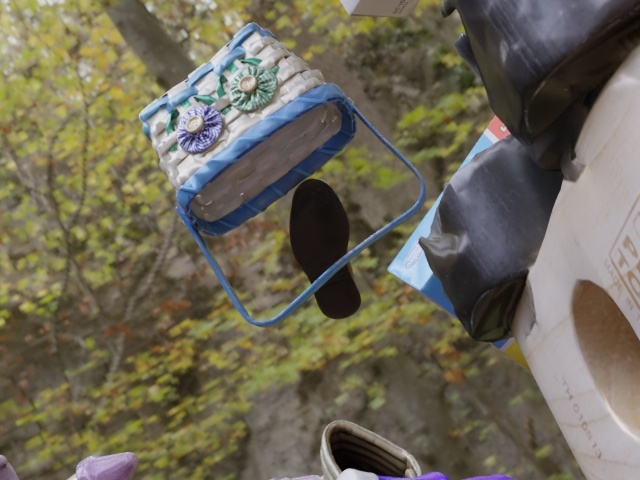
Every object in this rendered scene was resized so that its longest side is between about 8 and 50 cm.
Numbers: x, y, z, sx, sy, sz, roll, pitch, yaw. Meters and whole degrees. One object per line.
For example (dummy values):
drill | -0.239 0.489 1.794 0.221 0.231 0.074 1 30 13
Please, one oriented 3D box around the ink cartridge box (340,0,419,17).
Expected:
ink cartridge box | 0.069 -0.497 1.731 0.117 0.283 0.207 -8 -32 -38

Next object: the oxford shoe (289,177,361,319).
oxford shoe | 0.000 0.000 1.491 0.076 0.076 0.212 -12 -51 -1

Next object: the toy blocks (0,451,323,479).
toy blocks | -0.121 0.260 0.973 0.260 0.309 0.288 -36 -9 16

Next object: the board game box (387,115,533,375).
board game box | 0.250 0.017 1.171 0.316 0.064 0.242 35 -91 -32

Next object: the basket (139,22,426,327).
basket | -0.057 -0.078 1.354 0.255 0.289 0.201 -40 -11 0

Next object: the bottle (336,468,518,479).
bottle | 0.141 0.240 0.900 0.283 0.118 0.092 19 -14 -16

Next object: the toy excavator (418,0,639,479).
toy excavator | 0.282 -0.068 0.358 0.445 0.222 0.433 -22 -25 -11

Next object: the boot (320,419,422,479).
boot | 0.065 0.264 0.972 0.077 0.213 0.165 -22 -43 -31
